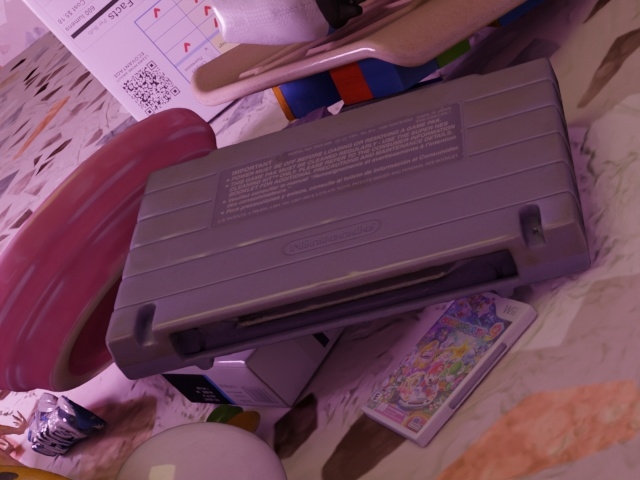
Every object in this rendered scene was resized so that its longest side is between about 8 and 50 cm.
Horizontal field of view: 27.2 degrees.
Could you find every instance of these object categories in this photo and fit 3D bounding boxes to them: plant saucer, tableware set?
[{"bbox_3d":[-0.199,0.026,1.273,0.332,0.084,0.332,-49,-11,-13],"label":"plant saucer"},{"bbox_3d":[-0.078,0.178,1.028,0.104,0.024,0.154,-43,20,-9],"label":"tableware set"}]

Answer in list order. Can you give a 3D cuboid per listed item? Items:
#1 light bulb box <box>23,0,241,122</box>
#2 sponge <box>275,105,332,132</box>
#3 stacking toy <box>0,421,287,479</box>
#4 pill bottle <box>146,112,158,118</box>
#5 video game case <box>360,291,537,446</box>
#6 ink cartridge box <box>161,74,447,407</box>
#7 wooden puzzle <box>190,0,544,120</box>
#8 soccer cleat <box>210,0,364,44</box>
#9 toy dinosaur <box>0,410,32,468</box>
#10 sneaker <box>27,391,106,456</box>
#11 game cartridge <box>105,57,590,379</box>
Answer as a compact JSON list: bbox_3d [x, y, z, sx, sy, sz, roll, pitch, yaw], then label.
[{"bbox_3d":[-0.191,-0.384,1.796,0.358,0.361,0.225,-37,21,15],"label":"light bulb box"},{"bbox_3d":[-0.054,-0.031,1.187,0.117,0.031,0.210,-26,28,35],"label":"sponge"},{"bbox_3d":[-0.221,0.250,0.814,0.480,0.350,0.350,-31,13,-32],"label":"stacking toy"},{"bbox_3d":[-0.217,-0.048,1.540,0.123,0.123,0.219,-22,28,42],"label":"pill bottle"},{"bbox_3d":[0.088,0.085,0.923,0.122,0.011,0.087,-47,22,-11],"label":"video game case"},{"bbox_3d":[0.000,0.000,1.163,0.165,0.065,0.333,-8,42,56],"label":"ink cartridge box"},{"bbox_3d":[0.082,-0.210,1.311,0.322,0.080,0.348,-35,20,-31],"label":"wooden puzzle"},{"bbox_3d":[-0.012,-0.276,1.287,0.143,0.116,0.331,-11,21,20],"label":"soccer cleat"},{"bbox_3d":[-0.343,0.212,1.353,0.092,0.183,0.053,-29,-45,-63],"label":"toy dinosaur"},{"bbox_3d":[-0.251,0.186,1.285,0.058,0.052,0.135,-61,19,-17],"label":"sneaker"},{"bbox_3d":[0.020,-0.020,1.017,0.355,0.068,0.230,-15,32,15],"label":"game cartridge"}]
